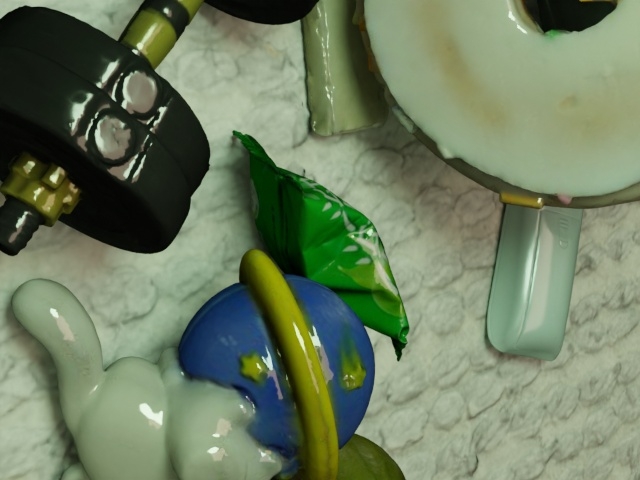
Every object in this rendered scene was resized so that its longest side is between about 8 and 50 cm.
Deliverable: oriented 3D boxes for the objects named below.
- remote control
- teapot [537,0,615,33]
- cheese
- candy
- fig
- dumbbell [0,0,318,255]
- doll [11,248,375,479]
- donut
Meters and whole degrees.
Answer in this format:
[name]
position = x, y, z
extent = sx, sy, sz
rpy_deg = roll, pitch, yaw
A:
[remote control]
position = 0.244, -0.021, 1.133
extent = 0.103, 0.051, 0.294
rpy_deg = 13, 83, -35
[teapot]
position = 0.366, -0.241, 1.093
extent = 0.314, 0.233, 0.312
rpy_deg = -10, 74, -37
[cheese]
position = 0.011, -0.292, 0.921
extent = 0.085, 0.034, 0.401
rpy_deg = -12, 101, -40
[candy]
position = -0.002, 0.003, 0.871
extent = 0.078, 0.141, 0.203
rpy_deg = -45, 121, -15
[fig]
position = 0.041, 0.227, 0.897
extent = 0.126, 0.184, 0.133
rpy_deg = -23, 107, -51
[dumbbell]
position = -0.108, -0.153, 0.733
extent = 0.185, 0.185, 0.388
rpy_deg = 44, 66, -34
[doll]
position = -0.066, 0.157, 0.802
extent = 0.242, 0.159, 0.311
rpy_deg = -19, 114, -26
[donut]
position = 0.211, -0.216, 0.872
extent = 0.142, 0.382, 0.383
rpy_deg = -45, 127, -67
